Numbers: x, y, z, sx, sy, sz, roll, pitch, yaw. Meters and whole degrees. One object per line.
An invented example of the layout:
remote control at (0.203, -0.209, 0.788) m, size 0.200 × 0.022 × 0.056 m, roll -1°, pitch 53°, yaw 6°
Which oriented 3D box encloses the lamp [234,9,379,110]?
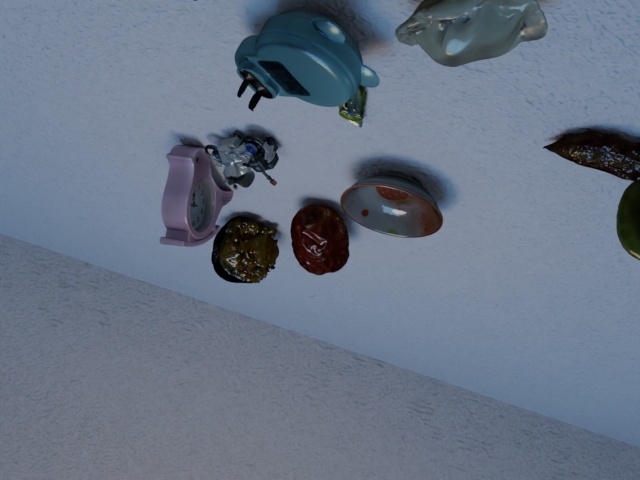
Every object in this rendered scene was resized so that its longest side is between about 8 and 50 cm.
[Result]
lamp at (-0.040, -0.337, 1.361) m, size 0.284 × 0.147 × 0.209 m, roll -10°, pitch 144°, yaw 34°

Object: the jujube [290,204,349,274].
jujube at (0.000, 0.000, 2.095) m, size 0.174 × 0.174 × 0.250 m, roll 11°, pitch 145°, yaw 18°

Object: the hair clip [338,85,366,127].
hair clip at (0.065, -0.300, 1.515) m, size 0.060 × 0.033 × 0.188 m, roll 17°, pitch 160°, yaw 8°

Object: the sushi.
sushi at (-0.237, 0.032, 2.328) m, size 0.200 × 0.213 × 0.204 m, roll 2°, pitch 178°, yaw -21°

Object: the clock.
clock at (-0.341, -0.132, 2.041) m, size 0.080 × 0.275 × 0.290 m, roll 9°, pitch -168°, yaw 17°

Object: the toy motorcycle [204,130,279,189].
toy motorcycle at (-0.193, -0.204, 1.853) m, size 0.221 × 0.102 × 0.150 m, roll -4°, pitch 136°, yaw 43°

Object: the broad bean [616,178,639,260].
broad bean at (0.664, -0.058, 1.413) m, size 0.153 × 0.206 × 0.072 m, roll 33°, pitch 167°, yaw 36°

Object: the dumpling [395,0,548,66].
dumpling at (0.228, -0.345, 1.145) m, size 0.250 × 0.132 × 0.162 m, roll 2°, pitch 171°, yaw 33°

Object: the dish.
dish at (0.185, -0.103, 1.812) m, size 0.260 × 0.085 × 0.260 m, roll 14°, pitch 156°, yaw 6°

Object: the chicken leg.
chicken leg at (0.560, -0.166, 1.413) m, size 0.234 × 0.063 × 0.105 m, roll 17°, pitch 154°, yaw 7°
